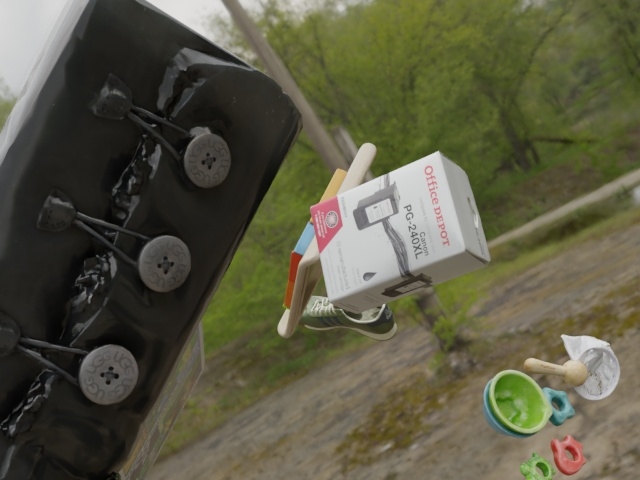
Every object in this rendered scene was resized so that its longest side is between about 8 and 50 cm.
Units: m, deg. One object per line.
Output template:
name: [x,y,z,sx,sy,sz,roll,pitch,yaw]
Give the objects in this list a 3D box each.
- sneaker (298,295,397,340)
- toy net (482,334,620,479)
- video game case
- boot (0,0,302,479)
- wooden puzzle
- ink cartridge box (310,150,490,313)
sneaker: [0.034,0.113,1.463,0.086,0.192,0.064,77,-152,-54]
toy net: [0.265,0.164,0.915,0.232,0.122,0.045,-24,-22,-38]
video game case: [-0.213,0.206,0.924,0.300,0.036,0.329,100,-166,-58]
boot: [-0.125,0.087,0.657,0.146,0.367,0.445,3,66,40]
wooden puzzle: [0.000,0.000,1.228,0.221,0.044,0.239,-62,-4,-33]
ink cartridge box: [0.076,-0.006,0.849,0.150,0.109,0.063,-23,-26,25]
